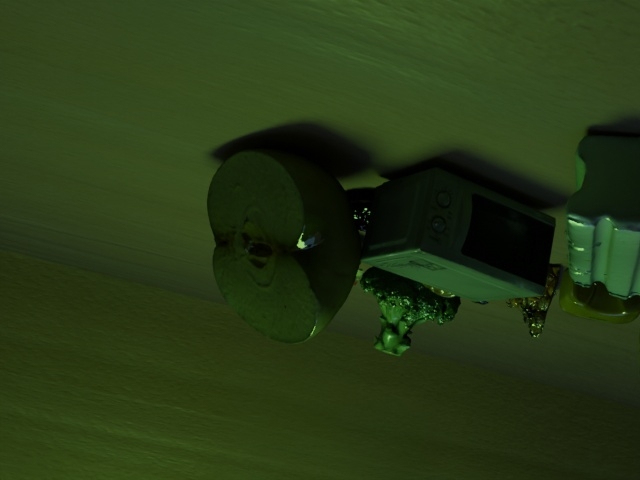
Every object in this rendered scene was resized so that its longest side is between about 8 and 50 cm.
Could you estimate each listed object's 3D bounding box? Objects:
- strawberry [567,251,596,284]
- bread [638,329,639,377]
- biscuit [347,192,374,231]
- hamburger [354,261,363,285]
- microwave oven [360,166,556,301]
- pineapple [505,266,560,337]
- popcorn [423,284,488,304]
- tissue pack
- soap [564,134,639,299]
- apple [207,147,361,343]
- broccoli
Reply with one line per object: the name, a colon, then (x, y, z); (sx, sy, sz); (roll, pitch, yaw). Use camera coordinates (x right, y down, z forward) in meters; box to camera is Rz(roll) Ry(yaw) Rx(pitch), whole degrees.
strawberry: (0.561, 0.033, 1.819); (0.106, 0.106, 0.106); (11, 165, 3)
bread: (0.836, 0.189, 1.764); (0.376, 0.347, 0.253); (4, -173, 20)
biscuit: (0.126, -0.052, 1.901); (0.195, 0.053, 0.194); (11, 166, 3)
hamburger: (-0.044, 0.053, 2.209); (0.302, 0.170, 0.302); (14, 164, 4)
microwave oven: (0.264, -0.011, 1.702); (0.295, 0.181, 0.237); (19, 165, -26)
pineapple: (0.501, 0.152, 2.180); (0.140, 0.164, 0.250); (16, 170, 14)
popcorn: (0.314, 0.054, 2.001); (0.195, 0.173, 0.168); (9, 146, 48)
tissue pack: (0.635, 0.123, 2.017); (0.178, 0.123, 0.127); (11, 165, 2)
soap: (0.557, -0.017, 1.498); (0.261, 0.156, 0.446); (6, 164, 19)
apple: (-0.094, 0.002, 1.729); (0.312, 0.320, 0.360); (39, 163, -32)
broccoli: (0.209, 0.154, 2.192); (0.270, 0.270, 0.270); (23, -175, -2)
